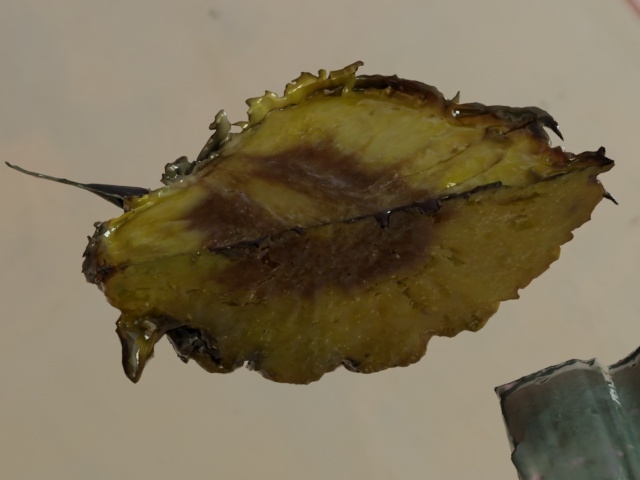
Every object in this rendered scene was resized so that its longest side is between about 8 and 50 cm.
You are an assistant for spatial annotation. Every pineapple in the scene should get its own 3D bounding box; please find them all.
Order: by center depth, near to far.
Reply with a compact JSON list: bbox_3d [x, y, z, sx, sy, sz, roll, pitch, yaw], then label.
[{"bbox_3d":[-0.001,-0.004,1.176,0.334,0.158,0.161,-19,139,-5],"label":"pineapple"}]

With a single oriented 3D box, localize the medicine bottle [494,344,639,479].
[{"bbox_3d":[0.237,0.103,0.770,0.290,0.245,0.245,-22,-173,7],"label":"medicine bottle"}]
